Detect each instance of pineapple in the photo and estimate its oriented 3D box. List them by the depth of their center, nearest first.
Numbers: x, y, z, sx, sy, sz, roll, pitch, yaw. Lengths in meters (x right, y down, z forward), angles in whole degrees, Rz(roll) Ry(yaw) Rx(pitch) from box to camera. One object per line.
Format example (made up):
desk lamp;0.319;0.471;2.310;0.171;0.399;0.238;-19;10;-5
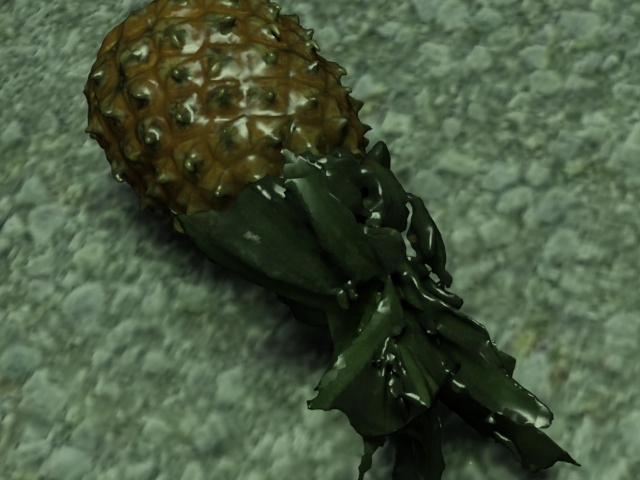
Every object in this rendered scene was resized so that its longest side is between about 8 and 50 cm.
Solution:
pineapple;0.000;-0.003;0.873;0.166;0.165;0.364;-28;54;-15
